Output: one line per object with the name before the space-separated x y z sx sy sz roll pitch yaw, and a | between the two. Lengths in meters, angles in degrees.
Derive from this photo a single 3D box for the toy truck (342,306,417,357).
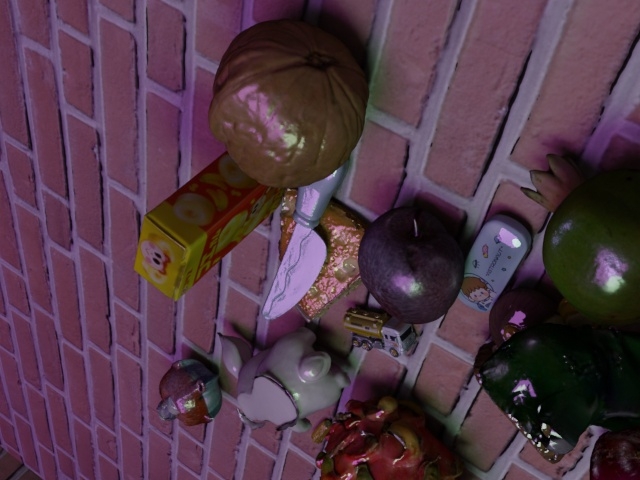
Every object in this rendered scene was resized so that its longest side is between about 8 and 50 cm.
toy truck | 0.097 0.149 1.392 0.123 0.052 0.062 9 123 38

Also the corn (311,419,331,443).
corn | 0.002 0.396 1.715 0.028 0.027 0.083 32 138 2

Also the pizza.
pizza | -0.001 0.009 1.344 0.204 0.080 0.188 47 119 12

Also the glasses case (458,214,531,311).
glasses case | 0.239 0.035 1.169 0.067 0.045 0.178 34 141 15

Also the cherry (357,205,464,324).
cherry | 0.126 0.039 1.189 0.176 0.140 0.176 50 150 43

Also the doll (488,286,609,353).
doll | 0.312 0.113 1.142 0.145 0.096 0.188 31 130 5

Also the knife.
knife | -0.022 -0.001 1.291 0.080 0.044 0.331 25 118 16

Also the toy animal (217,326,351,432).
toy animal | -0.086 0.262 1.577 0.325 0.154 0.208 3 120 45

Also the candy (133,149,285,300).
candy | -0.154 -0.047 1.259 0.088 0.276 0.146 37 142 8

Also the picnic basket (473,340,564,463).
picnic basket | 0.311 0.233 1.240 0.055 0.110 0.193 -38 96 29

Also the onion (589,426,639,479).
onion | 0.467 0.372 1.198 0.173 0.135 0.198 20 137 32

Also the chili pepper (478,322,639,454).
chili pepper | 0.343 0.186 1.066 0.265 0.116 0.148 8 121 -11

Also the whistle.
whistle | -0.310 0.357 1.885 0.142 0.133 0.346 38 150 -6

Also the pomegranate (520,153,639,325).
pomegranate | 0.328 -0.013 0.963 0.225 0.187 0.187 50 149 34

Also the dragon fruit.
dragon fruit | 0.126 0.414 1.463 0.269 0.250 0.291 -9 92 26

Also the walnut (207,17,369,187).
walnut | -0.047 -0.179 1.108 0.228 0.228 0.228 24 137 24
